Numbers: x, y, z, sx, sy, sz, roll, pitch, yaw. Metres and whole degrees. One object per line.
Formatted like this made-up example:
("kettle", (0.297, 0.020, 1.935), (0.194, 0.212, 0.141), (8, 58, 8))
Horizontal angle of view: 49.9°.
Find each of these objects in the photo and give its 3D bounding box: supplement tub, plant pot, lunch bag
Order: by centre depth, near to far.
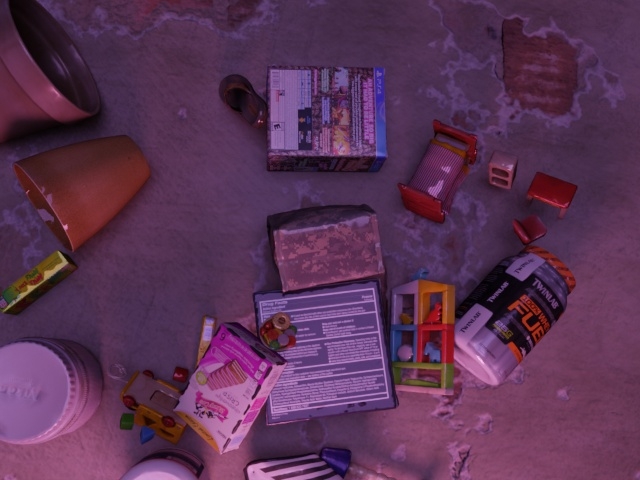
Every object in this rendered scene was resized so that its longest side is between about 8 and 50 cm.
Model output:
("supplement tub", (-0.333, 0.549, 1.472), (0.191, 0.272, 0.191), (1, 80, -5))
("plant pot", (-0.724, -0.365, 1.602), (0.280, 0.323, 0.323), (-29, 84, 7))
("lunch bag", (0.000, 0.000, 1.603), (0.235, 0.287, 0.169), (-10, 104, -5))
("plant pot", (-0.538, -0.136, 1.616), (0.254, 0.237, 0.237), (-35, 85, -25))
("supplement tub", (0.449, 0.172, 1.647), (0.193, 0.193, 0.316), (44, 80, 3))

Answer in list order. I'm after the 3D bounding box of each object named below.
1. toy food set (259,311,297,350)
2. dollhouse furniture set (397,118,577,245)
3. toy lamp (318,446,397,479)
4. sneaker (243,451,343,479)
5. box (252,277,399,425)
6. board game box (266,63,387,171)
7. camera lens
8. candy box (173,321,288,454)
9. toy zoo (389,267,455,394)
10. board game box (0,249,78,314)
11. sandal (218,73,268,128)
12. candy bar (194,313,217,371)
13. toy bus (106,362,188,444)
("toy food set", (-0.091, 0.200, 1.489), (0.083, 0.020, 0.082), (-26, 71, -28))
("dollhouse furniture set", (0.402, -0.120, 1.658), (0.374, 0.152, 0.201), (24, 78, 20))
("toy lamp", (0.126, 0.554, 1.611), (0.275, 0.080, 0.080), (20, 79, -1))
("sneaker", (-0.130, 0.659, 1.559), (0.447, 0.169, 0.257), (-43, 61, 1))
("box", (0.005, 0.254, 1.598), (0.296, 0.183, 0.294), (-6, 81, -5))
("board game box", (0.011, -0.299, 1.714), (0.291, 0.141, 0.232), (1, 80, -5))
("camera lens", (-0.602, 0.319, 1.487), (0.219, 0.274, 0.219), (1, 80, -5))
("candy box", (-0.197, 0.316, 1.488), (0.159, 0.071, 0.233), (33, 100, 25))
("toy zoo", (0.238, 0.210, 1.629), (0.030, 0.192, 0.293), (9, 79, -35))
("board game box", (-0.664, 0.100, 1.612), (0.181, 0.092, 0.043), (-40, 87, -10))
("sandal", (-0.201, -0.343, 1.686), (0.060, 0.090, 0.219), (1, 36, -37))
("candy bar", (-0.277, 0.259, 1.656), (0.040, 0.018, 0.161), (8, 79, -7))
("toy bus", (-0.386, 0.383, 1.583), (0.191, 0.104, 0.202), (-2, 45, -34))
